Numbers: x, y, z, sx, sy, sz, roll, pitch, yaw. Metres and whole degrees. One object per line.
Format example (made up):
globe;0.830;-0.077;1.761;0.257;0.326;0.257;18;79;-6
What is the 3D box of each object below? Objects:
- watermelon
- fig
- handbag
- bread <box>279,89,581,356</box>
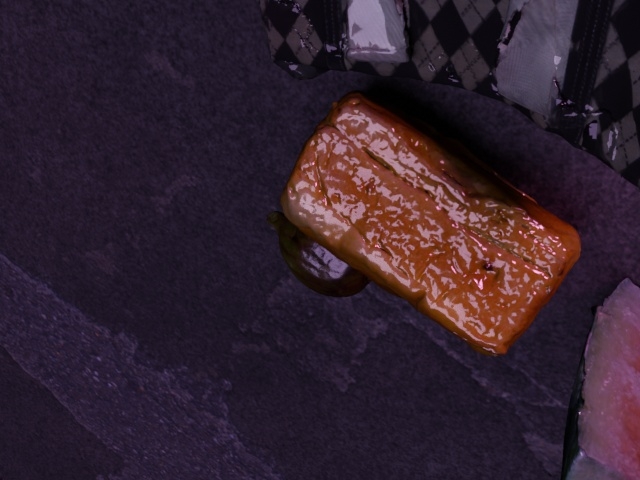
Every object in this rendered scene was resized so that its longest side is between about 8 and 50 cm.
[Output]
watermelon;0.338;0.218;0.821;0.302;0.264;0.151;34;136;1
fig;0.000;0.000;0.984;0.154;0.103;0.109;35;100;20
handbag;0.120;-0.237;0.673;0.416;0.180;0.317;23;137;25
bread;0.105;-0.017;0.852;0.294;0.132;0.167;35;111;6
